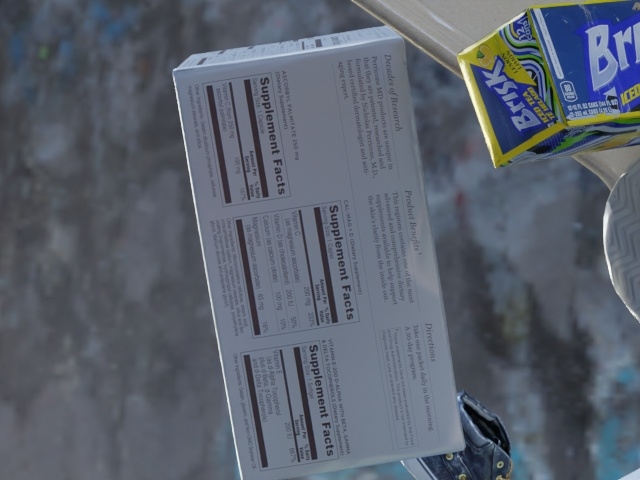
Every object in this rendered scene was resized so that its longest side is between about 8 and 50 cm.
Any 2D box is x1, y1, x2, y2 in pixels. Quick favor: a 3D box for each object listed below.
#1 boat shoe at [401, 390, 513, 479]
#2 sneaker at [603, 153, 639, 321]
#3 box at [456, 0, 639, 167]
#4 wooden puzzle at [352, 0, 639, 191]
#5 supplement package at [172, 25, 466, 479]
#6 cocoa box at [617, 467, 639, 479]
[{"bbox_3d":[0.152,0.221,1.772,0.083,0.183,0.065,-35,17,26],"label":"boat shoe"},{"bbox_3d":[0.302,0.031,0.881,0.315,0.182,0.127,34,121,27],"label":"sneaker"},{"bbox_3d":[0.146,-0.077,0.897,0.054,0.169,0.059,-30,74,50],"label":"box"},{"bbox_3d":[0.103,-0.142,1.056,0.239,0.221,0.044,39,132,-3],"label":"wooden puzzle"},{"bbox_3d":[0.000,0.000,1.286,0.204,0.145,0.262,-93,-5,-82],"label":"supplement package"},{"bbox_3d":[0.252,0.414,1.847,0.347,0.228,0.231,-28,24,5],"label":"cocoa box"}]
